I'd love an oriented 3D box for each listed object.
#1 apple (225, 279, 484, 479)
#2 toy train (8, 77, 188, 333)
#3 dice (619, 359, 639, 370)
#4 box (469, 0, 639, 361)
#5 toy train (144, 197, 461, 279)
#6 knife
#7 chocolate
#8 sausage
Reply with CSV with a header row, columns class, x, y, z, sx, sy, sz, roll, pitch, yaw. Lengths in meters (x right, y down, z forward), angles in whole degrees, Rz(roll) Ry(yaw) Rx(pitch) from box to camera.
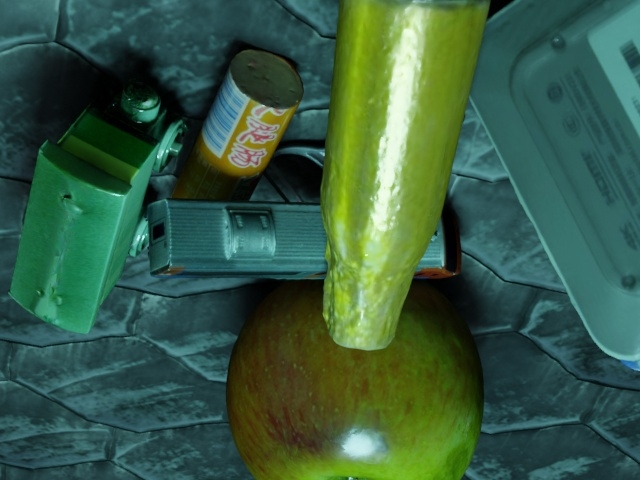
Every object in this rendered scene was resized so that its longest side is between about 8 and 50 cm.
class,x,y,z,sx,sy,sz,roll,pitch,yaw
apple,0.044,0.203,1.824,0.339,0.339,0.339,3,137,2
toy train,-0.256,-0.044,1.666,0.120,0.202,0.301,27,136,3
dice,0.427,0.072,1.785,0.146,0.143,0.146,-17,134,27
box,0.367,-0.123,1.428,0.396,0.396,0.111,-34,166,34
toy train,0.000,0.000,1.680,0.409,0.086,0.089,1,171,-26
knife,0.054,-0.116,1.675,0.278,0.053,0.123,-24,119,35
chocolate,0.063,-0.086,1.544,0.162,0.162,0.445,8,118,-3
sausage,-0.114,-0.086,1.698,0.093,0.093,0.312,17,136,-13
